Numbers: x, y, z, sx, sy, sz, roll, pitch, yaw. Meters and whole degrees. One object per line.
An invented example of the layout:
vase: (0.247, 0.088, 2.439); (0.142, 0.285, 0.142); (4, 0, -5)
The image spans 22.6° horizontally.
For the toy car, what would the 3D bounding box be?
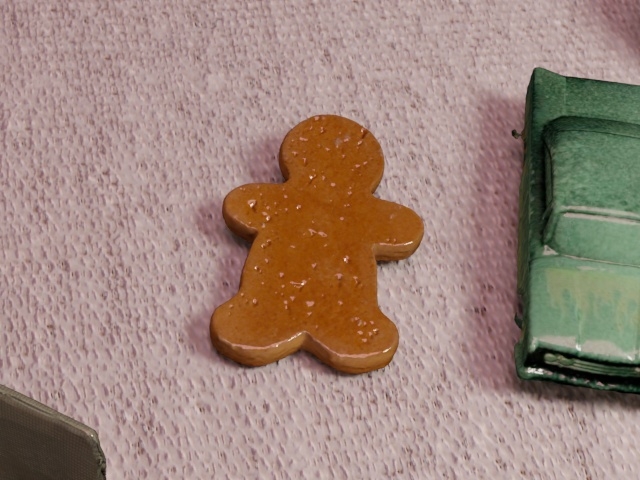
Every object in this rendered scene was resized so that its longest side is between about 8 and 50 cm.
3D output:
toy car: (0.226, -0.020, 1.303); (0.141, 0.097, 0.321); (8, 49, 1)

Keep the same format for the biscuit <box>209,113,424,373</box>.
biscuit: (0.000, 0.000, 1.301); (0.165, 0.036, 0.250); (7, 53, -2)

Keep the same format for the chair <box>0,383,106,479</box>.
chair: (-0.271, 0.073, 1.128); (0.319, 0.160, 0.186); (13, 51, 7)
